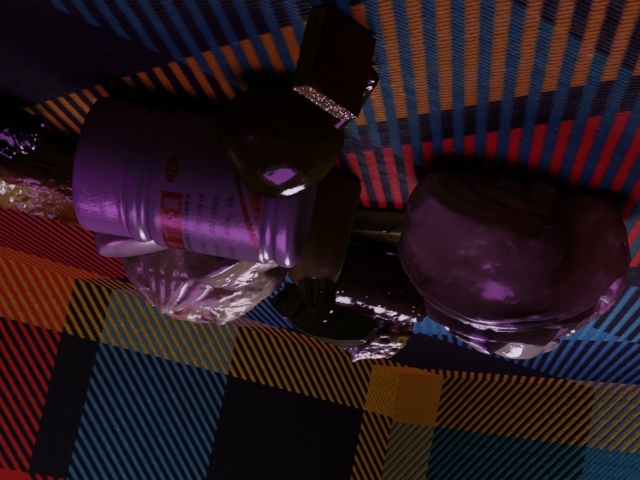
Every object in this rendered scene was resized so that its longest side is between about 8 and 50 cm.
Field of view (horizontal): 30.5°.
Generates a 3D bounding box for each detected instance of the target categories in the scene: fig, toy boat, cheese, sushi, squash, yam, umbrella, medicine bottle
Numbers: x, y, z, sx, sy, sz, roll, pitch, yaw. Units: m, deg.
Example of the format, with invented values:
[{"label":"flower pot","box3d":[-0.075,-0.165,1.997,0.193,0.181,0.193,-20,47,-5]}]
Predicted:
[{"label":"fig","box3d":[-0.007,-0.150,1.454,0.259,0.151,0.151,-25,148,34]},{"label":"toy boat","box3d":[0.010,0.152,2.239,0.293,0.093,0.055,20,145,50]},{"label":"cheese","box3d":[-0.110,-0.002,2.042,0.263,0.093,0.159,-29,164,22]},{"label":"sushi","box3d":[0.102,0.113,2.365,0.184,0.274,0.139,13,-166,-14]},{"label":"squash","box3d":[-0.007,-0.011,1.814,0.137,0.288,0.137,4,137,4]},{"label":"yam","box3d":[0.088,0.076,2.143,0.279,0.131,0.131,18,168,-39]},{"label":"umbrella","box3d":[-0.594,-0.196,1.829,0.325,0.090,0.094,12,172,-2]},{"label":"medicine bottle","box3d":[-0.171,-0.083,1.665,0.315,0.202,0.202,10,169,8]}]

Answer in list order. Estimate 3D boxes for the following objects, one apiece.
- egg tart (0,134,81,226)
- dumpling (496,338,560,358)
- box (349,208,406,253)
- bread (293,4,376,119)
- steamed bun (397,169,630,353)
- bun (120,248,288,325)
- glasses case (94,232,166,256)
[{"label":"egg tart","box3d":[-0.479,-0.111,2.055,0.294,0.123,0.294,14,167,3]},{"label":"dumpling","box3d":[0.426,0.193,2.616,0.162,0.132,0.250,9,-172,-35]},{"label":"box","box3d":[0.095,-0.016,2.125,0.311,0.043,0.173,4,167,33]},{"label":"bread","box3d":[0.016,-0.186,1.236,0.035,0.095,0.090,4,166,41]},{"label":"steamed bun","box3d":[0.281,0.048,1.740,0.339,0.247,0.352,10,164,2]},{"label":"bun","box3d":[-0.239,0.047,2.317,0.348,0.227,0.352,17,170,-32]},{"label":"glasses case","box3d":[-0.253,-0.031,2.074,0.296,0.075,0.113,-14,169,-18]}]
